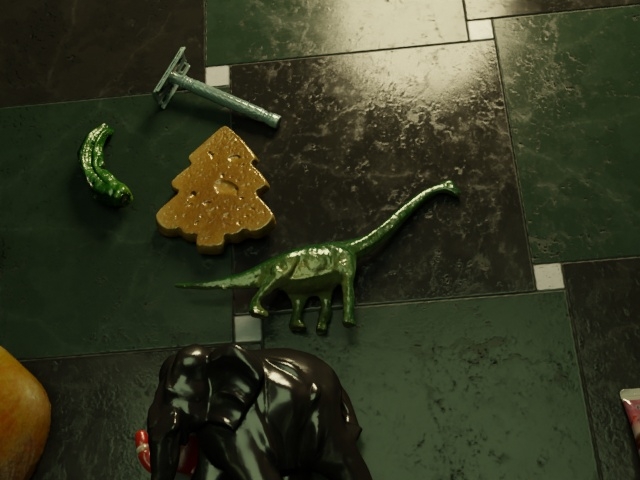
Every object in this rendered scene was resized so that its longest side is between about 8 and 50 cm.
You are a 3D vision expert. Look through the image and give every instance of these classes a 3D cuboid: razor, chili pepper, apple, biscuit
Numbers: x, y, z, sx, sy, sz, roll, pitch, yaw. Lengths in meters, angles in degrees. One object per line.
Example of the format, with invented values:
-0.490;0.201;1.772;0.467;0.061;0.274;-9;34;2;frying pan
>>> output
-0.180;-0.256;1.554;0.231;0.068;0.106;25;72;8;razor
-0.387;-0.129;1.517;0.073;0.050;0.182;-24;64;3;chili pepper
-0.565;0.321;1.285;0.254;0.179;0.346;41;73;-20;apple
-0.175;-0.087;1.485;0.212;0.041;0.239;0;67;12;biscuit

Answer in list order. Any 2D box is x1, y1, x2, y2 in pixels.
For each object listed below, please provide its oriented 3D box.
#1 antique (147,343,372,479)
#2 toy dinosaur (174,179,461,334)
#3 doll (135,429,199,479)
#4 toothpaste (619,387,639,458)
-0.094;0.273;1.230;0.322;0.185;0.255;-1;73;-26;antique
0.000;0.000;1.407;0.446;0.087;0.301;9;69;1;toy dinosaur
-0.217;0.354;1.282;0.142;0.076;0.245;0;63;6;doll
0.510;0.338;1.239;0.096;0.061;0.266;-5;60;4;toothpaste
